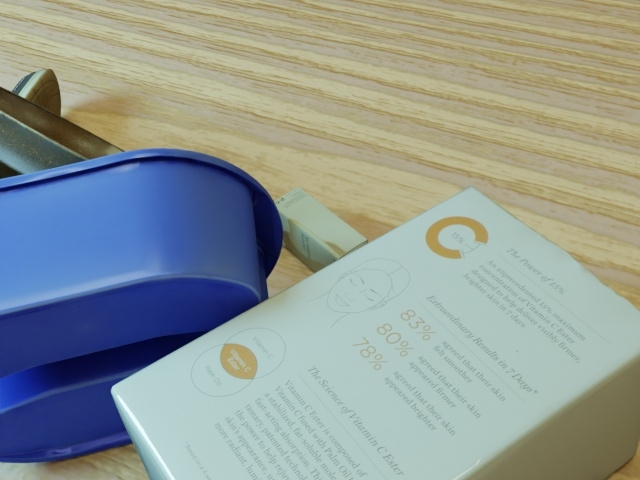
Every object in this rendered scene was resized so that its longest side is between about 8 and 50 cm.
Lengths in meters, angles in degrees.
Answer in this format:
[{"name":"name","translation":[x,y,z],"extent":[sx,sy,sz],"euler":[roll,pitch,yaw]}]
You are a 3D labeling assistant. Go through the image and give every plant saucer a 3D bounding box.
[{"name":"plant saucer","translation":[-0.258,-0.086,0.904],"extent":[0.310,0.310,0.050],"euler":[33,94,34]}]

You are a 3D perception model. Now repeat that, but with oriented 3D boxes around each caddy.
[{"name":"caddy","translation":[-0.193,0.047,0.753],"extent":[0.341,0.241,0.179],"euler":[-13,51,-6]}]

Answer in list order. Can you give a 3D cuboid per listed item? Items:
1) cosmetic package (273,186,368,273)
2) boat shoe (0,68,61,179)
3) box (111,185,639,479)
[{"name":"cosmetic package","translation":[0.000,0.000,0.902],"extent":[0.041,0.060,0.115],"euler":[-33,48,-22]},{"name":"boat shoe","translation":[-0.389,-0.106,1.036],"extent":[0.092,0.103,0.285],"euler":[5,51,6]},{"name":"box","translation":[0.055,0.141,0.670],"extent":[0.345,0.168,0.215],"euler":[-28,47,-20]}]
